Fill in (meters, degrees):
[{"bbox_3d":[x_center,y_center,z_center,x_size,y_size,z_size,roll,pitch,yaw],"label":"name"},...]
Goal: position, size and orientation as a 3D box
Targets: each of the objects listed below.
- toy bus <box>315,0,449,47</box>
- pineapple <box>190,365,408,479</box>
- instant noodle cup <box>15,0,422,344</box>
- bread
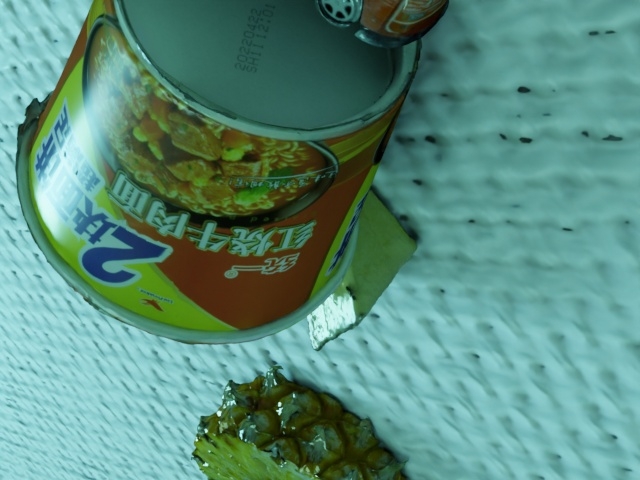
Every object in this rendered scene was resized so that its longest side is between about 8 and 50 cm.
[{"bbox_3d":[0.001,-0.177,0.648,0.174,0.079,0.077,43,142,5],"label":"toy bus"},{"bbox_3d":[-0.031,0.169,1.143,0.233,0.079,0.135,11,145,38],"label":"pineapple"},{"bbox_3d":[-0.051,-0.074,0.732,0.213,0.213,0.174,41,144,9],"label":"instant noodle cup"},{"bbox_3d":[0.000,0.000,0.871,0.109,0.080,0.084,47,150,-7],"label":"bread"}]
